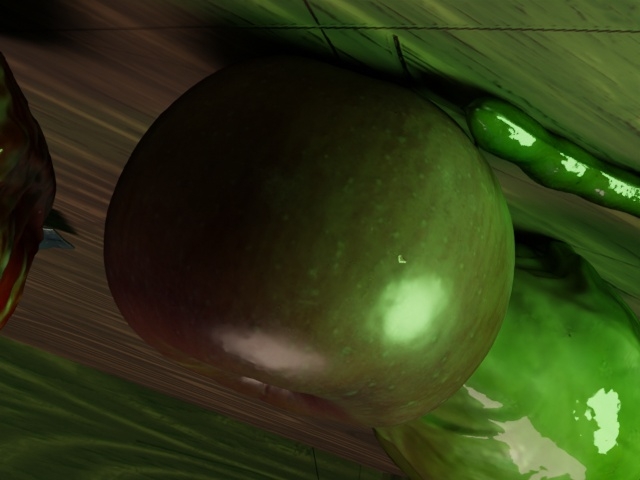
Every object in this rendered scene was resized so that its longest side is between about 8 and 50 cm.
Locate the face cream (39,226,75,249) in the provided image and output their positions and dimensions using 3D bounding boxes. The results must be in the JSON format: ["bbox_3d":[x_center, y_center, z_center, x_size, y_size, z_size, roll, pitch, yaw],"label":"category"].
[{"bbox_3d":[-0.510,-0.034,1.939,0.385,0.086,0.135,10,170,4],"label":"face cream"}]

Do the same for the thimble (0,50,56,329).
[{"bbox_3d":[-0.370,-0.056,1.095,0.350,0.350,0.230,15,165,1],"label":"thimble"}]

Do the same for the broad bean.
[{"bbox_3d":[0.185,-0.053,1.091,0.227,0.039,0.069,20,173,-24],"label":"broad bean"}]

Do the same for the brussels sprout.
[{"bbox_3d":[0.174,0.126,1.396,0.328,0.247,0.328,34,148,24],"label":"brussels sprout"}]

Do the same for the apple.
[{"bbox_3d":[0.000,0.000,1.090,0.306,0.235,0.306,19,170,3],"label":"apple"}]
